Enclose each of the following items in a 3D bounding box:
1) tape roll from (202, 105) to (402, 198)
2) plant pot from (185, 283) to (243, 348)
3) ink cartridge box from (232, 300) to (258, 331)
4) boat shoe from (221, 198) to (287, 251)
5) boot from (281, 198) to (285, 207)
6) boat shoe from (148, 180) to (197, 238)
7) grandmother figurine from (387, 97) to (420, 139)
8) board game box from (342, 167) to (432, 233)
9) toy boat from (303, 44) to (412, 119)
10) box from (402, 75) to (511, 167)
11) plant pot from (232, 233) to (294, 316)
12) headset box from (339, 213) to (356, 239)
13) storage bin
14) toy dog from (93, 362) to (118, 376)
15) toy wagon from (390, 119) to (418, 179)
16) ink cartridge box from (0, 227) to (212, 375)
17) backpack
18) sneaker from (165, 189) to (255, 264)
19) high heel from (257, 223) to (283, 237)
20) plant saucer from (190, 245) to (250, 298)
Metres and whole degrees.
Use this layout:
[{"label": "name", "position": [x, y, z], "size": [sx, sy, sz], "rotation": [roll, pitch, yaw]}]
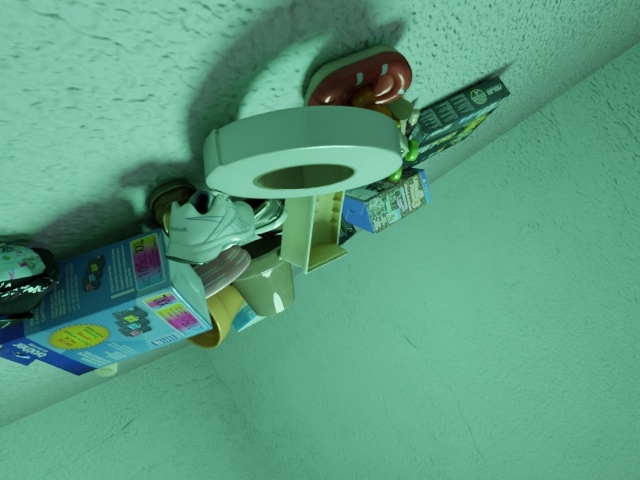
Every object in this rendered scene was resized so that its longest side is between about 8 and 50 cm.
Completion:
[{"label": "tape roll", "position": [-0.035, -0.157, 0.833], "size": [0.391, 0.072, 0.392], "rotation": [-7, 176, 0]}, {"label": "plant pot", "position": [-0.413, 0.213, 1.520], "size": [0.291, 0.291, 0.203], "rotation": [-41, -175, 45]}, {"label": "ink cartridge box", "position": [-0.291, 0.186, 1.709], "size": [0.197, 0.270, 0.198], "rotation": [-41, 168, 37]}, {"label": "boat shoe", "position": [-0.246, -0.049, 1.156], "size": [0.304, 0.109, 0.091], "rotation": [-22, 132, 9]}, {"label": "boot", "position": [-0.153, -0.089, 1.431], "size": [0.114, 0.037, 0.106], "rotation": [-36, 158, 1]}, {"label": "boat shoe", "position": [-0.309, -0.033, 0.965], "size": [0.110, 0.105, 0.307], "rotation": [-28, 170, -16]}, {"label": "grandmother figurine", "position": [0.219, -0.316, 1.282], "size": [0.207, 0.104, 0.342], "rotation": [-25, 170, 12]}, {"label": "board game box", "position": [0.252, -0.176, 1.682], "size": [0.290, 0.141, 0.232], "rotation": [-29, -154, -17]}, {"label": "toy boat", "position": [0.090, -0.280, 0.837], "size": [0.231, 0.151, 0.151], "rotation": [-29, 171, -20]}, {"label": "box", "position": [0.449, -0.414, 1.544], "size": [0.394, 0.097, 0.318], "rotation": [-28, 169, -18]}, {"label": "plant pot", "position": [-0.193, 0.131, 1.462], "size": [0.262, 0.230, 0.263], "rotation": [-19, -164, 6]}, {"label": "headset box", "position": [0.000, 0.000, 2.160], "size": [0.283, 0.131, 0.246], "rotation": [-24, 168, -40]}, {"label": "storage bin", "position": [0.000, -0.066, 1.352], "size": [0.260, 0.123, 0.263], "rotation": [-21, 124, -50]}, {"label": "toy dog", "position": [-0.729, 0.362, 1.549], "size": [0.333, 0.220, 0.161], "rotation": [-39, 140, -2]}, {"label": "toy wagon", "position": [0.121, -0.242, 1.114], "size": [0.266, 0.068, 0.344], "rotation": [0, 162, -12]}, {"label": "ink cartridge box", "position": [-0.476, 0.157, 0.917], "size": [0.394, 0.151, 0.270], "rotation": [-18, 150, -5]}, {"label": "backpack", "position": [-0.552, 0.074, 0.685], "size": [0.152, 0.115, 0.182], "rotation": [-48, 165, 20]}, {"label": "sneaker", "position": [-0.218, -0.049, 0.896], "size": [0.110, 0.130, 0.297], "rotation": [8, -162, 11]}, {"label": "high heel", "position": [-0.117, -0.077, 1.490], "size": [0.243, 0.082, 0.117], "rotation": [-18, -179, -5]}, {"label": "plant saucer", "position": [-0.371, 0.097, 1.236], "size": [0.331, 0.084, 0.332], "rotation": [-24, -163, 8]}]
